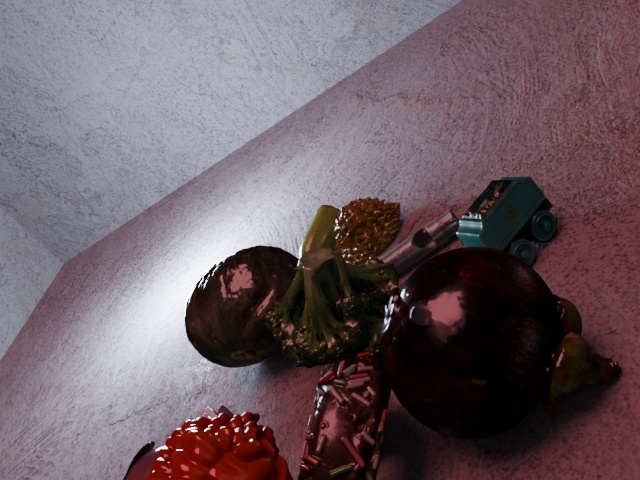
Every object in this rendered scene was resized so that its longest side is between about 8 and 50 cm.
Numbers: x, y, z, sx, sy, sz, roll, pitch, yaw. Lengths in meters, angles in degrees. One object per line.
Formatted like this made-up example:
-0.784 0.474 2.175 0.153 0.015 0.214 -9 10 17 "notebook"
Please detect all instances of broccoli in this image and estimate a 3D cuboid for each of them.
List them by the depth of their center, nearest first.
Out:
0.034 0.133 1.748 0.307 0.275 0.308 -9 32 6 "broccoli"

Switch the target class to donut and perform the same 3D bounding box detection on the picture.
0.037 0.337 1.401 0.345 0.136 0.259 -76 -4 -45 "donut"

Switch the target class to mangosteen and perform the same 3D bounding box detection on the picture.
0.273 0.174 1.329 0.306 0.359 0.306 -161 90 -87 "mangosteen"

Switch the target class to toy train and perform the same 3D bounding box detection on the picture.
0.368 -0.034 1.633 0.198 0.154 0.107 -49 21 -13 "toy train"

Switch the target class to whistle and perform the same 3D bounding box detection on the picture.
0.187 0.039 1.909 0.312 0.062 0.062 -36 24 15 "whistle"

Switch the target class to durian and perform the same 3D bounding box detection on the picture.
0.114 -0.022 2.106 0.182 0.165 0.132 -7 -6 20 "durian"

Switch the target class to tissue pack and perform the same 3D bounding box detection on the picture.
-0.209 0.416 1.813 0.079 0.111 0.085 -46 23 -12 "tissue pack"

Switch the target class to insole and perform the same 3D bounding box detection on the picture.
-0.402 0.513 1.718 0.086 0.005 0.253 -20 -39 -61 "insole"

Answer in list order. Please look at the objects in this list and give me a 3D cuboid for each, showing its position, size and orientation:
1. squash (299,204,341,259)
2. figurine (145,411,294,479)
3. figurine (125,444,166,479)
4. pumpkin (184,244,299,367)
0.000 0.000 2.246 0.095 0.095 0.188 -18 36 44 "squash"
-0.197 0.445 1.359 0.412 0.241 0.306 -54 -9 31 "figurine"
-0.286 0.502 1.659 0.269 0.211 0.261 -30 26 27 "figurine"
-0.159 0.158 1.994 0.327 0.291 0.258 -21 67 25 "pumpkin"
